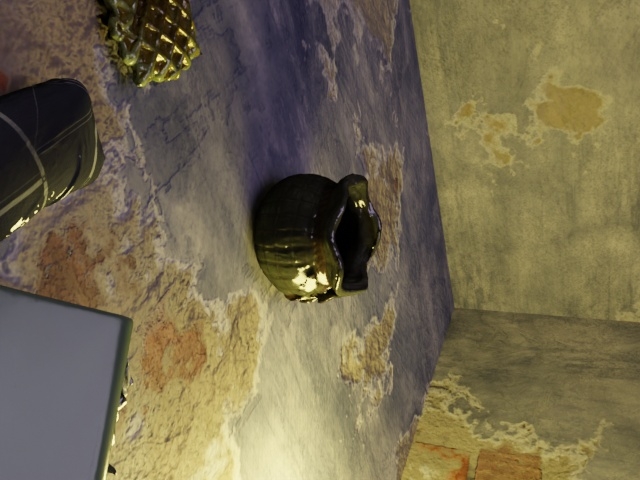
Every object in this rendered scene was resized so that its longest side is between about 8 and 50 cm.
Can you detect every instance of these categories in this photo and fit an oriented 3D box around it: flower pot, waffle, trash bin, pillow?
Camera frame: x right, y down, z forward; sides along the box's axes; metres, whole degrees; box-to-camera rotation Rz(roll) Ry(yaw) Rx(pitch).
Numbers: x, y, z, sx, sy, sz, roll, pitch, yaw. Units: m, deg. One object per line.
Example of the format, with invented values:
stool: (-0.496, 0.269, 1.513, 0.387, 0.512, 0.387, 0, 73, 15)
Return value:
flower pot: (0.000, 0.000, 1.440, 0.302, 0.213, 0.301, 2, 90, -65)
waffle: (-0.265, -0.359, 1.025, 0.208, 0.054, 0.214, -47, 128, -50)
trash bin: (-0.355, 0.234, 0.711, 0.223, 0.158, 0.343, 21, 66, -37)
pillow: (-0.377, -0.077, 0.763, 0.335, 0.093, 0.161, -54, 143, -49)

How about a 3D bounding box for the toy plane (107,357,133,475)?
toy plane: (-0.320, 0.275, 0.919, 0.192, 0.088, 0.262, -45, 132, -57)
